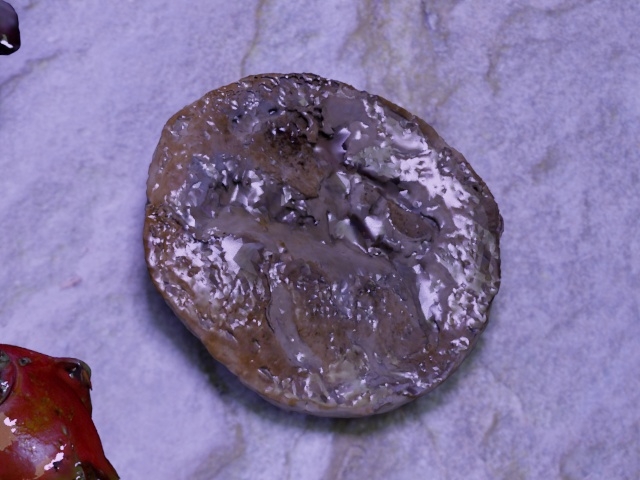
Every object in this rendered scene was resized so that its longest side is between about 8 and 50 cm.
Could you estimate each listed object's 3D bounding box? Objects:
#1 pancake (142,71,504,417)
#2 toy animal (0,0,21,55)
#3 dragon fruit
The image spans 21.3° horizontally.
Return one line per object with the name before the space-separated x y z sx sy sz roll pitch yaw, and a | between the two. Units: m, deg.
pancake | 0.001 0.000 1.706 0.387 0.082 0.387 9 62 -18
toy animal | -0.358 -0.274 1.576 0.194 0.344 0.302 12 51 -8
dragon fruit | -0.279 0.208 1.464 0.200 0.198 0.269 -11 82 -34
